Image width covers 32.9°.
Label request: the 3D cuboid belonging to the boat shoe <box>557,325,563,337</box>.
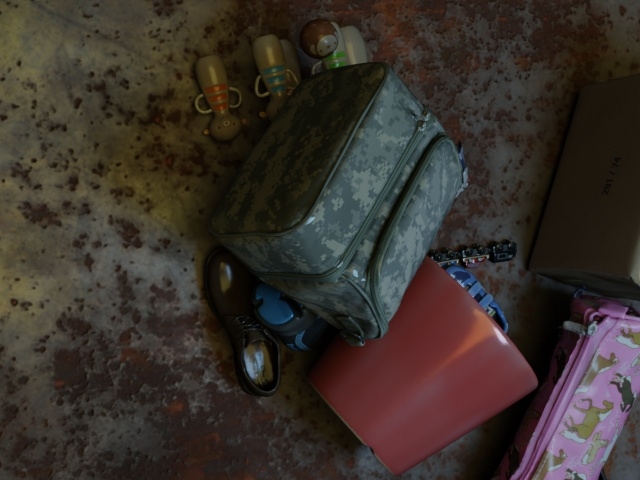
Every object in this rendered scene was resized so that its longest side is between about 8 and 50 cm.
[{"bbox_3d":[0.433,0.182,1.748,0.137,0.049,0.043,32,82,-19],"label":"boat shoe"}]

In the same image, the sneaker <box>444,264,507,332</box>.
[{"bbox_3d":[0.241,0.095,1.676,0.053,0.059,0.144,-44,108,-5],"label":"sneaker"}]

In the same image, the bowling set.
[{"bbox_3d":[-0.029,-0.220,1.543,0.287,0.200,0.154,-16,94,-13],"label":"bowling set"}]

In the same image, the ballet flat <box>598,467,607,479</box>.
[{"bbox_3d":[0.422,0.335,1.737,0.057,0.049,0.173,-29,96,-16],"label":"ballet flat"}]

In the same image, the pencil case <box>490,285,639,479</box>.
[{"bbox_3d":[0.376,0.270,1.636,0.167,0.160,0.386,23,95,-12],"label":"pencil case"}]

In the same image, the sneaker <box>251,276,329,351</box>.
[{"bbox_3d":[0.000,0.000,1.595,0.125,0.140,0.341,13,65,25],"label":"sneaker"}]

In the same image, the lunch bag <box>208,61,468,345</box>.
[{"bbox_3d":[0.047,-0.049,1.423,0.256,0.212,0.305,46,61,-33],"label":"lunch bag"}]

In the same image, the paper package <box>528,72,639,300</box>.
[{"bbox_3d":[0.489,-0.074,1.633,0.168,0.309,0.325,19,85,-18],"label":"paper package"}]

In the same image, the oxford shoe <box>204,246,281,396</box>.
[{"bbox_3d":[-0.102,0.116,1.560,0.082,0.096,0.227,-22,93,-15],"label":"oxford shoe"}]

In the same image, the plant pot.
[{"bbox_3d":[0.131,0.186,1.556,0.243,0.275,0.275,-42,100,-4],"label":"plant pot"}]

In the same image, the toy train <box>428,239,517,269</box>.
[{"bbox_3d":[0.236,0.026,1.702,0.158,0.027,0.036,-8,103,-18],"label":"toy train"}]
